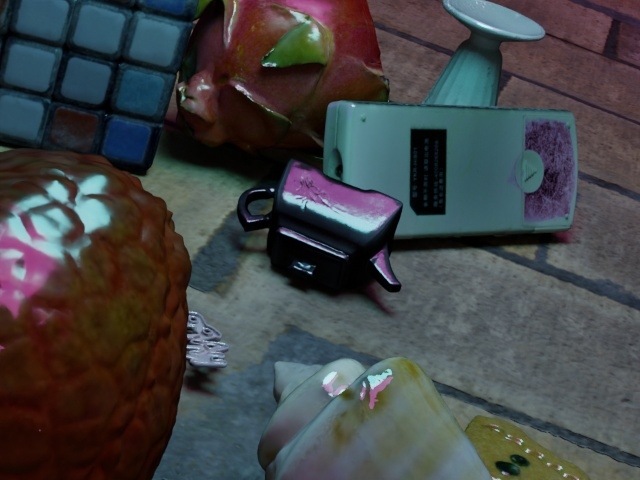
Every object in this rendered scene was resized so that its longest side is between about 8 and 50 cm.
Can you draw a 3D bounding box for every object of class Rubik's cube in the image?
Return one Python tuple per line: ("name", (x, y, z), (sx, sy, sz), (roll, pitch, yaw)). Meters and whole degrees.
("Rubik's cube", (-0.279, -0.278, 1.392), (0.291, 0.293, 0.287), (13, 26, -16))

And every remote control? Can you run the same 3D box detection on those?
("remote control", (0.148, -0.074, 1.451), (0.344, 0.145, 0.050), (-1, 4, -39))

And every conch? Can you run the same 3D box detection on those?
("conch", (0.051, 0.161, 0.879), (0.255, 0.127, 0.158), (34, 51, 29))

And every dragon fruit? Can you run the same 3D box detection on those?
("dragon fruit", (-0.046, -0.184, 1.451), (0.227, 0.224, 0.224), (-5, 28, -4))

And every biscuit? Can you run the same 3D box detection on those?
("biscuit", (0.118, 0.193, 1.009), (0.166, 0.036, 0.225), (34, 29, 28))

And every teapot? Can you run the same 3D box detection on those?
("teapot", (0.000, 0.000, 1.276), (0.177, 0.087, 0.096), (23, 50, 9))

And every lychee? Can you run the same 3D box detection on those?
("lychee", (-0.203, 0.079, 0.806), (0.255, 0.300, 0.255), (38, -2, 2))

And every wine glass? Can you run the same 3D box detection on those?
("wine glass", (0.179, -0.180, 1.624), (0.164, 0.197, 0.165), (17, 24, -8))

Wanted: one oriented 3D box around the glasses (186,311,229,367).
("glasses", (-0.171, 0.019, 1.098), (0.162, 0.095, 0.255), (6, 29, -43))
